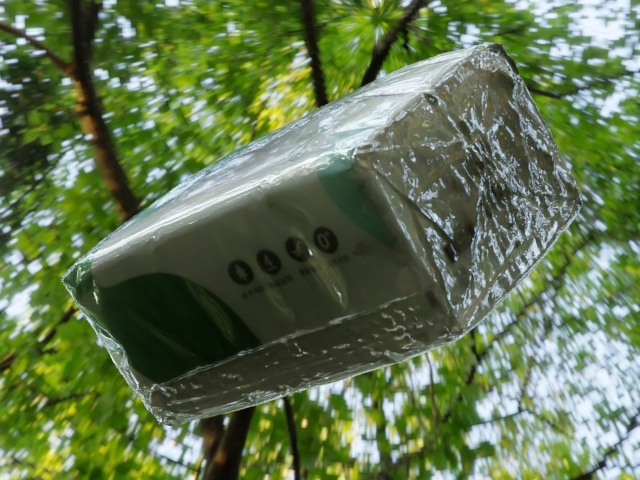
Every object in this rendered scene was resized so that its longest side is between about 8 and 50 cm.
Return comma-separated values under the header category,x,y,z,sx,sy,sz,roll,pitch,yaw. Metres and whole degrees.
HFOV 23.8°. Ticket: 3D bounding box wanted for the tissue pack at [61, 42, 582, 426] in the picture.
category,x,y,z,sx,sy,sz,roll,pitch,yaw
tissue pack,0.000,-0.002,1.277,0.356,0.266,0.194,-22,-78,40
